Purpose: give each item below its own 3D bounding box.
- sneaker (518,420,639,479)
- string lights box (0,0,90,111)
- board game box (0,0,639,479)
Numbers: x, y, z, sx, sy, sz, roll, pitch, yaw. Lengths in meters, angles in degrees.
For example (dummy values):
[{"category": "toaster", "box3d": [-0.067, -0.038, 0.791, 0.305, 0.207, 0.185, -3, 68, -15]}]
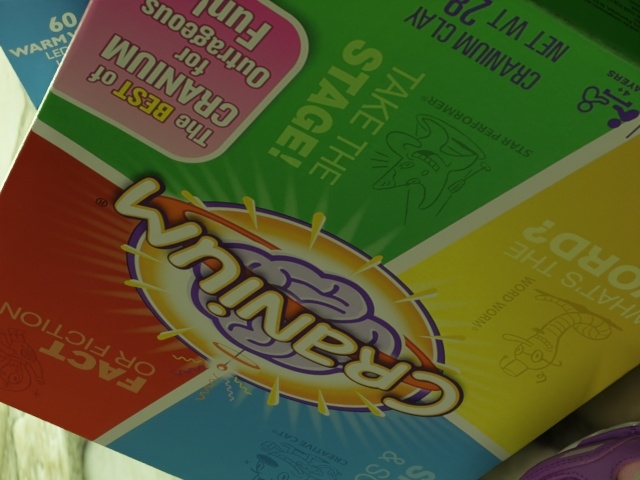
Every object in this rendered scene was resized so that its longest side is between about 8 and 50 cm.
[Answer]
[{"category": "sneaker", "box3d": [0.137, 0.123, 0.382, 0.236, 0.104, 0.095, 11, 102, 55]}, {"category": "string lights box", "box3d": [-0.142, -0.137, 0.651, 0.260, 0.076, 0.133, 75, 176, -58]}, {"category": "board game box", "box3d": [0.000, 0.000, 0.456, 0.316, 0.242, 0.064, -50, 20, 44]}]
